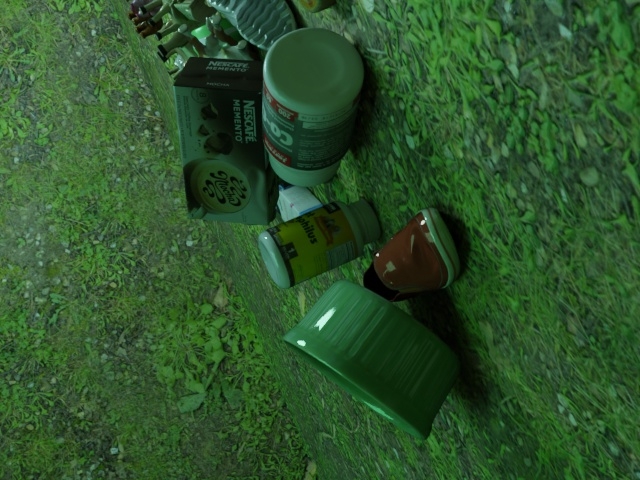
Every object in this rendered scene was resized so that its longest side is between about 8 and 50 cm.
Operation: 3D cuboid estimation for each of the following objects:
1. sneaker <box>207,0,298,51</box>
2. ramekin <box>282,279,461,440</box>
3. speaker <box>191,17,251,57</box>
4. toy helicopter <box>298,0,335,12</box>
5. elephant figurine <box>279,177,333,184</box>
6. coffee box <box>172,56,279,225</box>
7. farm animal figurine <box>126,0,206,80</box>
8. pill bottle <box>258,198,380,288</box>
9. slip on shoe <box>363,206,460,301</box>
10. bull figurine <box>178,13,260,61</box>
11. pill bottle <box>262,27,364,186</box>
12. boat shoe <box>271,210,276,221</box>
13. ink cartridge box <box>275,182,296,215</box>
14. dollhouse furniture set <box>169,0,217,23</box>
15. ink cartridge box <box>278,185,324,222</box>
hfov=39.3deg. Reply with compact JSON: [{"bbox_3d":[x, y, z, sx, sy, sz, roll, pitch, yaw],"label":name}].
[{"bbox_3d":[-0.109,-0.427,1.727,0.115,0.105,0.281,37,-171,-46],"label":"sneaker"},{"bbox_3d":[0.097,0.200,1.566,0.303,0.148,0.303,35,170,7],"label":"ramekin"},{"bbox_3d":[-0.187,-0.344,2.014,0.296,0.131,0.131,70,166,-12],"label":"speaker"},{"bbox_3d":[-0.089,-0.515,1.464,0.355,0.140,0.235,50,152,20],"label":"toy helicopter"},{"bbox_3d":[-0.097,-0.174,1.889,0.169,0.239,0.186,104,168,-62],"label":"elephant figurine"},{"bbox_3d":[-0.172,-0.186,1.702,0.119,0.168,0.297,-75,-11,-51],"label":"coffee box"},{"bbox_3d":[-0.331,-0.517,2.216,0.327,0.172,0.330,57,171,-23],"label":"farm animal figurine"},{"bbox_3d":[0.000,0.000,1.684,0.117,0.215,0.117,59,164,28],"label":"pill bottle"},{"bbox_3d":[0.143,0.038,1.458,0.123,0.101,0.331,66,165,10],"label":"slip on shoe"},{"bbox_3d":[-0.156,-0.338,1.804,0.310,0.101,0.188,40,173,33],"label":"bull figurine"},{"bbox_3d":[-0.020,-0.214,1.529,0.161,0.161,0.283,61,165,20],"label":"pill bottle"},{"bbox_3d":[-0.200,-0.150,2.363,0.324,0.123,0.116,-125,25,-52],"label":"boat shoe"},{"bbox_3d":[-0.105,-0.151,2.186,0.208,0.045,0.206,49,158,54],"label":"ink cartridge box"},{"bbox_3d":[-0.280,-0.541,1.898,0.161,0.101,0.182,39,171,-33],"label":"dollhouse furniture set"},{"bbox_3d":[-0.036,-0.057,2.041,0.181,0.061,0.104,49,157,50],"label":"ink cartridge box"}]
